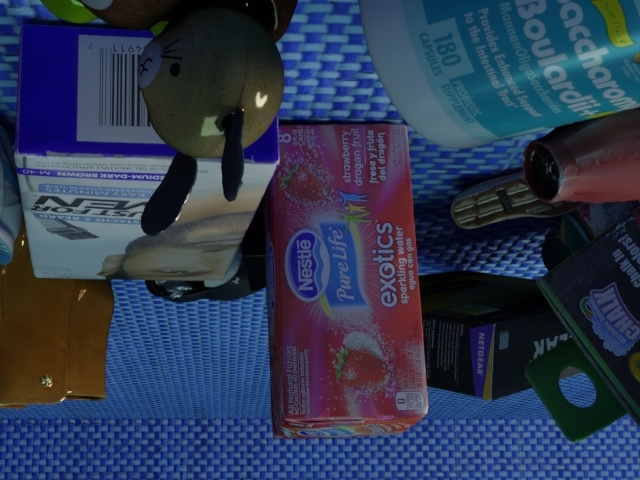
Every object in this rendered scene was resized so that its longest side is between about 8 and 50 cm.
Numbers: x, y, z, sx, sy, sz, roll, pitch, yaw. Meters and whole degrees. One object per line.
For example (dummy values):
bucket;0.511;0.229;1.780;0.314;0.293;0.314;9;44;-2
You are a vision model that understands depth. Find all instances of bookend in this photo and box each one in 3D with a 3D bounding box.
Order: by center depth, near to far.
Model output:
bookend;0.000;0.000;1.225;0.157;0.072;0.156;-1;165;0

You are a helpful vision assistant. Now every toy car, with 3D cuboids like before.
toy car;-0.077;-0.101;0.662;0.149;0.188;0.155;11;160;-34

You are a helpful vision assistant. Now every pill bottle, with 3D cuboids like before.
pill bottle;0.162;-0.143;0.608;0.264;0.146;0.146;-12;160;35

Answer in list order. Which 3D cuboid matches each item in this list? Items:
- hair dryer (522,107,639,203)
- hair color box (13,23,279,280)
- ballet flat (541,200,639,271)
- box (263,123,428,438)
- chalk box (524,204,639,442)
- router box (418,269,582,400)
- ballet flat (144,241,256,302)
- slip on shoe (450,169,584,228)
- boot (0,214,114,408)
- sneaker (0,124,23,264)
hair dryer;0.202;-0.072;0.771;0.223;0.080;0.293;-11;-171;27
hair color box;-0.149;-0.055;0.972;0.185;0.110;0.339;1;165;-11
ballet flat;0.289;-0.001;1.231;0.077;0.091;0.241;-34;169;-4
box;0.016;0.037;1.023;0.122;0.257;0.128;-1;164;-7
chalk box;0.333;0.076;1.103;0.289;0.180;0.179;-38;153;12
router box;0.170;0.094;1.303;0.243;0.081;0.309;7;-172;39
ballet flat;-0.130;0.035;1.352;0.203;0.074;0.074;-13;160;42
slip on shoe;0.194;-0.045;1.143;0.135;0.051;0.041;-16;-161;21
boot;-0.322;0.058;1.162;0.104;0.211;0.295;-16;158;40
sneaker;-0.302;-0.076;0.943;0.087;0.092;0.229;0;145;6
